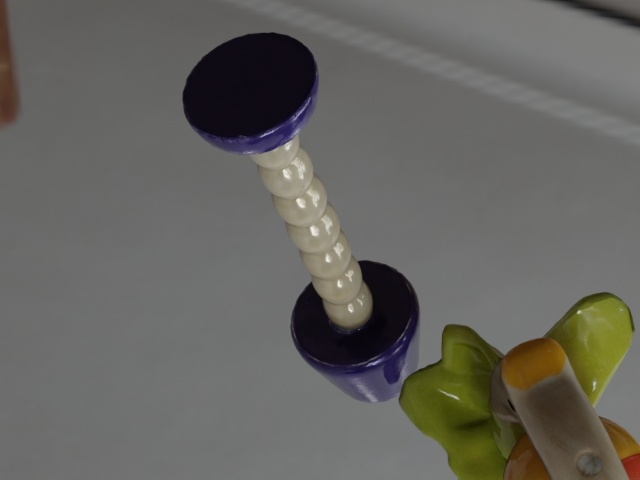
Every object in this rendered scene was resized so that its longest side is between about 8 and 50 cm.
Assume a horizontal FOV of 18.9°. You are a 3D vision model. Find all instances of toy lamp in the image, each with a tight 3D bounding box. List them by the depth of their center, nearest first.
[{"bbox_3d":[0.000,0.000,1.049,0.080,0.275,0.080,-9,-129,11],"label":"toy lamp"}]

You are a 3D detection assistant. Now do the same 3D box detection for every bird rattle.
[{"bbox_3d":[0.133,0.151,1.040,0.143,0.207,0.253,-15,-108,1],"label":"bird rattle"}]
